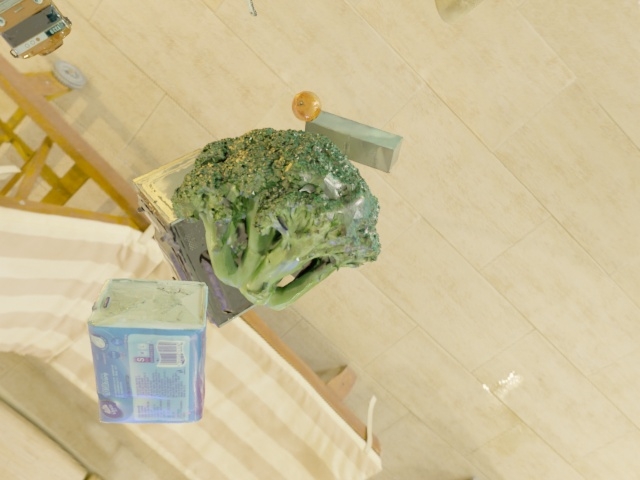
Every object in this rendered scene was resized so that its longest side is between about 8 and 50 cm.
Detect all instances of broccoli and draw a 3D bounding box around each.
[{"bbox_3d":[-0.050,-0.035,0.668,0.294,0.265,0.245,33,96,-9],"label":"broccoli"}]

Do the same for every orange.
[{"bbox_3d":[-0.039,-0.364,1.278,0.083,0.083,0.084,3,113,7],"label":"orange"}]

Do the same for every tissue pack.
[{"bbox_3d":[-0.320,0.216,0.910,0.198,0.146,0.264,4,124,-10],"label":"tissue pack"}]

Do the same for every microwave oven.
[{"bbox_3d":[-0.289,0.001,1.184,0.218,0.286,0.355,-30,135,-20],"label":"microwave oven"}]

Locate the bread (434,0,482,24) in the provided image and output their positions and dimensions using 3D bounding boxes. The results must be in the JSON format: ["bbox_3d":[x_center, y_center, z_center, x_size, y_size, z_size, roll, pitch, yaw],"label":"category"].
[{"bbox_3d":[0.204,-0.392,0.637,0.060,0.178,0.140,-19,99,-10],"label":"bread"}]

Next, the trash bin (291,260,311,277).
[{"bbox_3d":[0.000,0.000,1.430,0.240,0.164,0.122,-41,120,15],"label":"trash bin"}]

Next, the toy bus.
[{"bbox_3d":[-0.460,-0.356,0.727,0.098,0.201,0.114,-37,134,-9],"label":"toy bus"}]

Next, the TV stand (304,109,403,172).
[{"bbox_3d":[0.091,-0.284,1.347,0.269,0.088,0.083,22,133,16],"label":"TV stand"}]

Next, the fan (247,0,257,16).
[{"bbox_3d":[-0.162,-0.566,0.967,0.152,0.008,0.227,31,155,21],"label":"fan"}]
